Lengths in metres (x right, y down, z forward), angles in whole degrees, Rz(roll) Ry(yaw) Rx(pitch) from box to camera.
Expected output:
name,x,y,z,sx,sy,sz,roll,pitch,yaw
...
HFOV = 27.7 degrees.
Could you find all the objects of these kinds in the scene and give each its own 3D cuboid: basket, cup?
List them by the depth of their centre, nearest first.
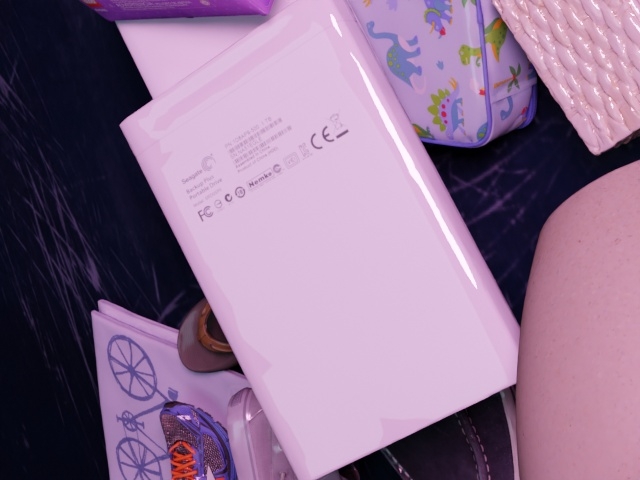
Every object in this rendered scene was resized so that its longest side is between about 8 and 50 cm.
name,x,y,z,sx,sy,sz,roll,pitch,yaw
cup,0.275,0.074,0.943,0.331,0.331,0.237,-44,54,46
basket,0.227,-0.162,0.990,0.167,0.103,0.113,57,138,5

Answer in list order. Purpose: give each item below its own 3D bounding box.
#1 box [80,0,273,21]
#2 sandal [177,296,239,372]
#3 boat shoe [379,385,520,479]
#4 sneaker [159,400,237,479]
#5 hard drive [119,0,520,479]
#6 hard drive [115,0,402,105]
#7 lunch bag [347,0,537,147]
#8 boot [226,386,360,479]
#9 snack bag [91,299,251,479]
name,x,y,z,sx,sy,sz,roll,pitch,yaw
box,-0.087,-0.331,1.112,0.200,0.057,0.293,6,73,41
sandal,-0.093,0.094,1.433,0.219,0.060,0.090,-15,81,44
boat shoe,0.035,0.077,1.256,0.186,0.156,0.500,-26,92,45
sneaker,-0.142,0.292,1.530,0.083,0.087,0.221,-7,107,42
hard drive,0.000,0.000,1.091,0.233,0.047,0.353,-30,83,25
hard drive,-0.039,-0.116,1.141,0.203,0.040,0.308,-29,84,26
lunch bag,0.095,-0.196,1.105,0.176,0.090,0.219,12,119,43
boot,-0.017,0.279,1.434,0.123,0.095,0.258,-5,113,17
snack bag,-0.146,0.261,1.605,0.342,0.037,0.323,18,122,33
